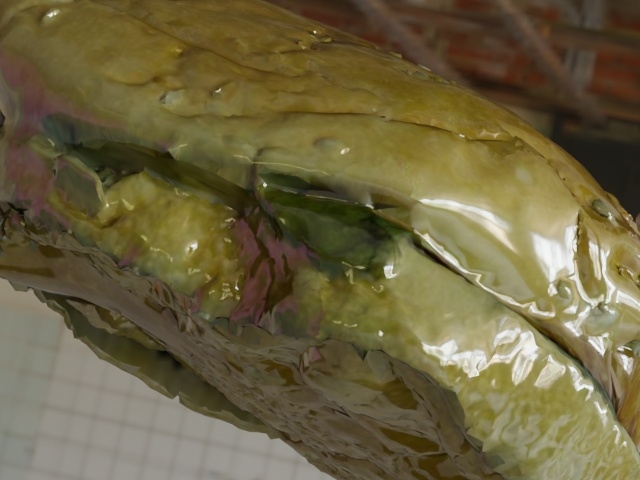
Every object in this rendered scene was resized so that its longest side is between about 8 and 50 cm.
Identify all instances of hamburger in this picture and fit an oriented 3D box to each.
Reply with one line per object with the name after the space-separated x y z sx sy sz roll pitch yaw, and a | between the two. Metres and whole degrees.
0.002 0.001 0.634 0.285 0.134 0.265 22 -17 25 | hamburger

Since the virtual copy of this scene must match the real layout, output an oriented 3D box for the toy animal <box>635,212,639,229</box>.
0.286 0.073 1.224 0.248 0.165 0.149 55 -17 -6 | toy animal
